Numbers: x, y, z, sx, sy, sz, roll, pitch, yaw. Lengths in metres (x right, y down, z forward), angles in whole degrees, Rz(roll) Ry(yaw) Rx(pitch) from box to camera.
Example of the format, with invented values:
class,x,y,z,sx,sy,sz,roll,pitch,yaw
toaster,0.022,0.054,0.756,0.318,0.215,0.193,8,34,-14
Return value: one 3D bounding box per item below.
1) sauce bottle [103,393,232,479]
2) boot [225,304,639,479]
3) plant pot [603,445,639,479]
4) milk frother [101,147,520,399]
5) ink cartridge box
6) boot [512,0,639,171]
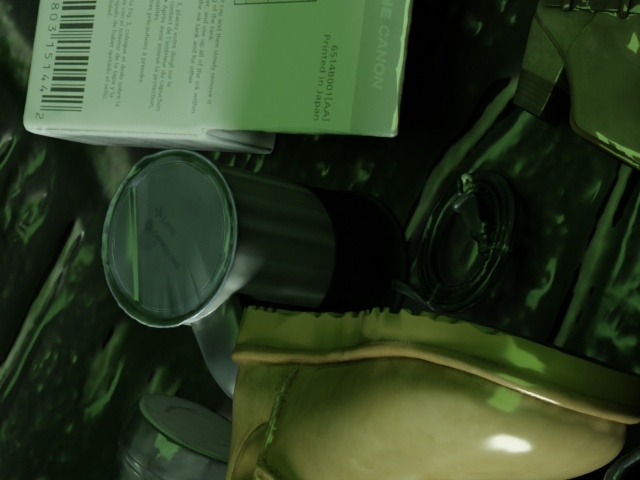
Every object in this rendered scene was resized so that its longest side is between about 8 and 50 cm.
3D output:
class,x,y,z,sx,sy,sz,roll,pitch,yaw
sauce bottle,-0.134,0.242,0.943,0.111,0.111,0.344,33,102,37
boot,0.015,0.164,0.680,0.236,0.089,0.269,-4,72,63
plant pot,0.246,0.121,0.628,0.187,0.167,0.188,-38,60,28
milk frother,0.000,0.000,0.861,0.143,0.135,0.129,-51,57,20
ink cartridge box,-0.030,-0.194,0.960,0.261,0.066,0.296,5,86,38
boot,0.142,-0.081,0.825,0.118,0.042,0.087,33,95,30
